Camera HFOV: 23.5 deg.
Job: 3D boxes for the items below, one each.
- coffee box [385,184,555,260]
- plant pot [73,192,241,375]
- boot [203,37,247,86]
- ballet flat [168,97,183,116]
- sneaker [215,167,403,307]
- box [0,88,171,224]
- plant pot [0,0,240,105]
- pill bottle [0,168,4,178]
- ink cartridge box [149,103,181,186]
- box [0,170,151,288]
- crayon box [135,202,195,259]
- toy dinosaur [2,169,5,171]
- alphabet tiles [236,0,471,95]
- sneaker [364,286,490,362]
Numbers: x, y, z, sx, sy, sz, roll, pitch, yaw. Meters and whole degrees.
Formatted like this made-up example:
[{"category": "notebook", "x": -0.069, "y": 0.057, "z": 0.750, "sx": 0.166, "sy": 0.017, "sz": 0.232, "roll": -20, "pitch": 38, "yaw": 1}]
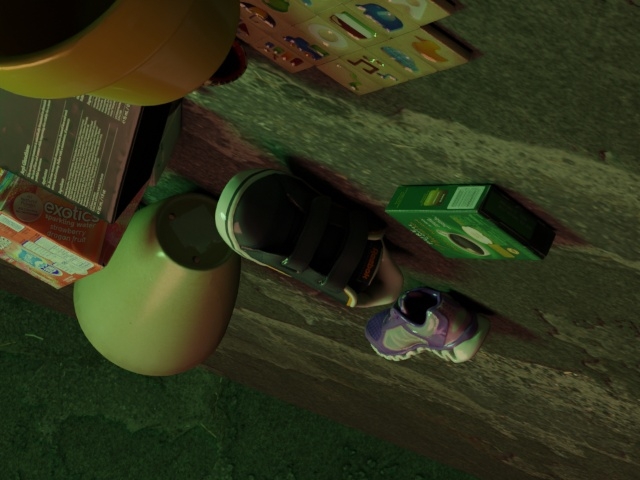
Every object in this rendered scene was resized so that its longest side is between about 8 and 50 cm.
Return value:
[{"category": "coffee box", "x": 0.169, "y": -0.021, "z": 1.767, "sx": 0.113, "sy": 0.040, "sz": 0.184, "roll": 34, "pitch": 164, "yaw": -26}, {"category": "plant pot", "x": -0.224, "y": 0.039, "z": 2.343, "sx": 0.256, "sy": 0.256, "sz": 0.274, "roll": 28, "pitch": 149, "yaw": -6}, {"category": "boot", "x": -0.205, "y": -0.223, "z": 1.625, "sx": 0.236, "sy": 0.085, "sz": 0.178, "roll": 27, "pitch": 166, "yaw": -30}, {"category": "ballet flat", "x": -0.243, "y": -0.202, "z": 1.833, "sx": 0.173, "sy": 0.049, "sz": 0.057, "roll": 24, "pitch": 165, "yaw": 10}, {"category": "sneaker", "x": 0.000, "y": 0.000, "z": 1.979, "sx": 0.127, "sy": 0.126, "sz": 0.321, "roll": 21, "pitch": 176, "yaw": 36}, {"category": "box", "x": -0.242, "y": -0.172, "z": 1.545, "sx": 0.184, "sy": 0.103, "sz": 0.261, "roll": 26, "pitch": 131, "yaw": 4}, {"category": "plant pot", "x": -0.187, "y": -0.226, "z": 1.285, "sx": 0.254, "sy": 0.254, "sz": 0.239, "roll": 20, "pitch": 175, "yaw": 23}, {"category": "pill bottle", "x": -0.455, "y": -0.086, "z": 2.471, "sx": 0.221, "sy": 0.121, "sz": 0.121, "roll": 17, "pitch": 163, "yaw": 32}, {"category": "ink cartridge box", "x": -0.285, "y": -0.166, "z": 1.957, "sx": 0.208, "sy": 0.087, "sz": 0.153, "roll": 27, "pitch": 166, "yaw": 1}, {"category": "box", "x": -0.350, "y": -0.041, "z": 2.032, "sx": 0.154, "sy": 0.142, "sz": 0.300, "roll": 31, "pitch": 164, "yaw": -14}, {"category": "crayon box", "x": -0.315, "y": 0.009, "z": 2.643, "sx": 0.165, "sy": 0.081, "sz": 0.278, "roll": 30, "pitch": 166, "yaw": -12}, {"category": "toy dinosaur", "x": -0.468, "y": -0.185, "z": 2.224, "sx": 0.313, "sy": 0.121, "sz": 0.160, "roll": 37, "pitch": 151, "yaw": -21}, {"category": "alphabet tiles", "x": -0.024, "y": -0.229, "z": 1.433, "sx": 0.285, "sy": 0.011, "sz": 0.342, "roll": 32, "pitch": 165, "yaw": -20}, {"category": "sneaker", "x": 0.136, "y": 0.112, "z": 2.218, "sx": 0.104, "sy": 0.095, "sz": 0.236, "roll": 41, "pitch": 156, "yaw": -26}]
